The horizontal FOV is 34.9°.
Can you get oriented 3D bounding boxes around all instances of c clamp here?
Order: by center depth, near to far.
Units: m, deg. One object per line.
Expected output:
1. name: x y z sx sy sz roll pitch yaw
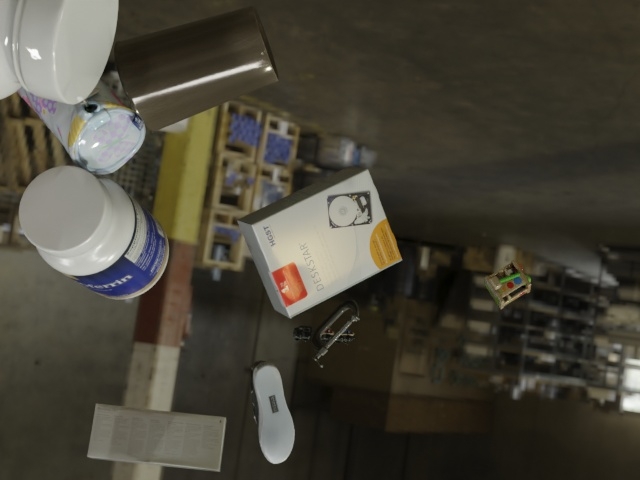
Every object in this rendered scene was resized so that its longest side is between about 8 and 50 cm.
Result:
1. c clamp: 0.033 0.200 2.237 0.022 0.161 0.137 44 174 -23

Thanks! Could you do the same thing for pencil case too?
1. pencil case: -0.370 -0.210 1.488 0.273 0.113 0.124 44 177 35

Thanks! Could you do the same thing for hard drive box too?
1. hard drive box: 0.000 0.000 1.772 0.232 0.181 0.089 -27 -164 -16

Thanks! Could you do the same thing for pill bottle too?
1. pill bottle: -0.457 -0.294 1.189 0.407 0.229 0.229 16 176 7
2. pill bottle: -0.332 -0.011 1.508 0.153 0.153 0.265 7 166 11

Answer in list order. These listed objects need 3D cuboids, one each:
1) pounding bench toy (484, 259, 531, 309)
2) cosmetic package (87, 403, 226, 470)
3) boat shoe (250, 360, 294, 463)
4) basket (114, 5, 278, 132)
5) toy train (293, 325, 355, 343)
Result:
1. pounding bench toy: 0.311 0.067 1.678 0.065 0.052 0.083 -31 161 -1
2. cosmetic package: -0.296 0.361 1.863 0.239 0.099 0.060 7 165 -1
3. boat shoe: -0.114 0.368 2.214 0.080 0.228 0.076 -16 -167 -16
4. basket: -0.194 -0.283 1.650 0.227 0.154 0.204 -18 179 5
5. toy train: 0.009 0.216 2.362 0.158 0.036 0.027 7 156 -26
